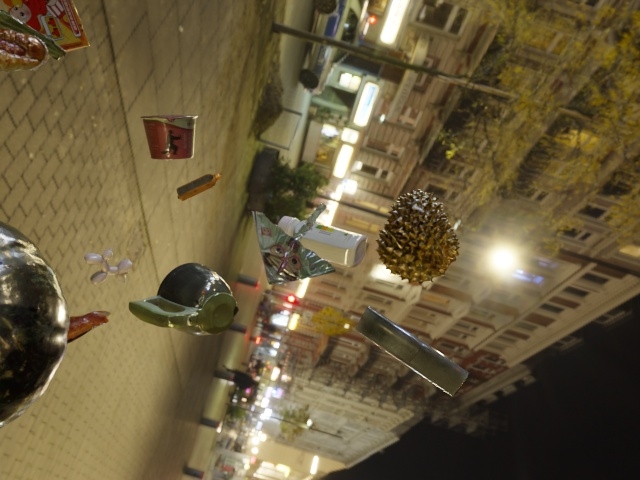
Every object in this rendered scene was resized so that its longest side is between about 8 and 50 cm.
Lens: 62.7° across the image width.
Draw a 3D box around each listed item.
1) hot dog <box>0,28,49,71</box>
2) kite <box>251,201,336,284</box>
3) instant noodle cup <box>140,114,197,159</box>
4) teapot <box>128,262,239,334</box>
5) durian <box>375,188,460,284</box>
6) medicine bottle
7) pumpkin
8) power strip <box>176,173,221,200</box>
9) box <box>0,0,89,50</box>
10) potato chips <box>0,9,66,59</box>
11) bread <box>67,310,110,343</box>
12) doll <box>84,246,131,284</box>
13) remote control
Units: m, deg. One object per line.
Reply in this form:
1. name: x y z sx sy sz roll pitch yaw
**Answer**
1. hot dog: -0.710 -0.422 1.168 0.053 0.192 0.099 173 -83 -69
2. kite: -0.053 -0.002 1.153 0.012 0.229 0.250 -37 -163 54
3. instant noodle cup: -0.639 -0.443 2.238 0.235 0.234 0.178 -80 171 -75
4. teapot: -0.423 0.198 1.747 0.239 0.321 0.239 17 -102 45
5. durian: 0.224 -0.018 1.239 0.138 0.183 0.250 92 -10 -50
6. medicine bottle: 0.000 0.000 1.789 0.161 0.296 0.111 -31 132 -60
7. pumpkin: -0.702 0.159 0.952 0.344 0.454 0.454 126 -18 -65
8. power strip: -0.435 -0.198 1.885 0.049 0.178 0.028 61 -6 32
9. box: -0.842 -0.640 1.443 0.259 0.214 0.283 -44 128 -48
10. potato chips: -0.701 -0.484 1.221 0.092 0.207 0.028 -10 -117 48
11. bread: -0.951 0.331 2.029 0.139 0.269 0.095 20 -46 64
12. doll: -0.817 0.105 2.040 0.059 0.160 0.161 31 -47 52
13. remote control: 0.290 0.356 1.699 0.044 0.377 0.107 -36 154 -54
